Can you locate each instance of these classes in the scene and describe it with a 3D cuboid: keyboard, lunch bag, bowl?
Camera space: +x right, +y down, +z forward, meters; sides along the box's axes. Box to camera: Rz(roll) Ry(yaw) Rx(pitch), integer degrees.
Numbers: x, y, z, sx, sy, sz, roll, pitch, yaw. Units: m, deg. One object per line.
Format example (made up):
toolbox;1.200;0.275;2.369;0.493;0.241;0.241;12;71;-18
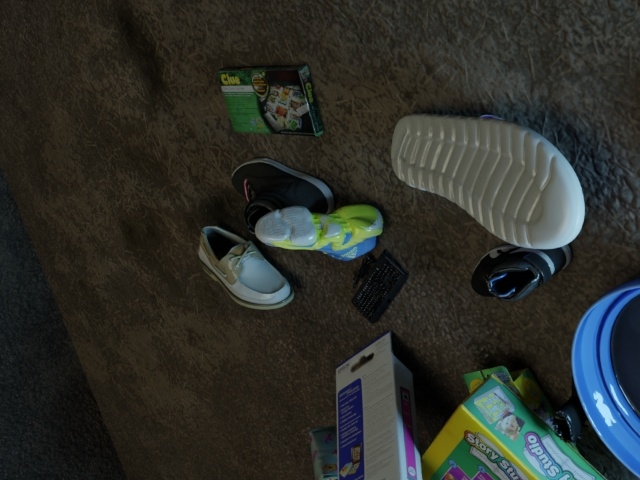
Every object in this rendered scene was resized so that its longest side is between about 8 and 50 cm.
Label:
keyboard;0.099;0.092;1.771;0.100;0.038;0.192;48;143;16
lunch bag;0.080;0.563;1.973;0.223;0.160;0.262;-113;9;-72
bowl;0.548;0.218;1.275;0.391;0.077;0.391;30;136;35

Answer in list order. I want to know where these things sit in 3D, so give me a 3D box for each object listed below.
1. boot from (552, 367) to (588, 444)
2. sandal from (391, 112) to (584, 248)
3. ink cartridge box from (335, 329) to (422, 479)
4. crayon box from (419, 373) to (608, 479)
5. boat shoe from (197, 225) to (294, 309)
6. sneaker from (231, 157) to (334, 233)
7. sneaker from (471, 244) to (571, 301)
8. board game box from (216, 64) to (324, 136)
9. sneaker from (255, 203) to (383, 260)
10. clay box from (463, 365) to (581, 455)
boot;0.413;0.262;1.453;0.045;0.099;0.121;8;121;47
sandal;0.262;-0.117;1.372;0.416;0.102;0.169;35;125;50
ink cartridge box;0.107;0.371;1.748;0.069;0.370;0.176;28;130;-30
crayon box;0.356;0.457;1.578;0.363;0.106;0.313;43;144;17
boat shoe;-0.182;0.059;2.027;0.302;0.113;0.103;25;139;40
sneaker;-0.123;-0.086;1.818;0.296;0.147;0.104;19;131;45
sneaker;0.289;0.058;1.437;0.079;0.121;0.217;59;145;2
board game box;-0.102;-0.275;1.756;0.260;0.030;0.136;11;126;47
sneaker;0.000;0.000;1.694;0.126;0.240;0.091;84;-175;-53
clay box;0.359;0.316;1.600;0.222;0.053;0.127;60;146;-1
